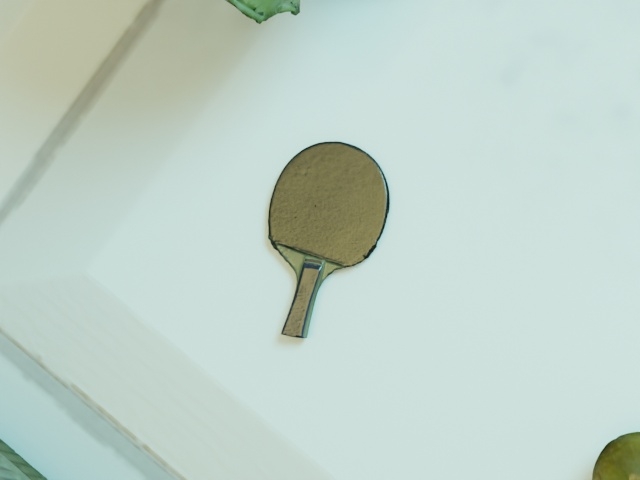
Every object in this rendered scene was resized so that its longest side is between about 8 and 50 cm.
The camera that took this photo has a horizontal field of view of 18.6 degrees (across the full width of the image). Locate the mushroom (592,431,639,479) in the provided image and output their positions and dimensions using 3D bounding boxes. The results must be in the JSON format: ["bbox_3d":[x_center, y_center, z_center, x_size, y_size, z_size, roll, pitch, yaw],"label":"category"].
[{"bbox_3d":[0.237,0.161,0.732,0.306,0.043,0.068,28,119,12],"label":"mushroom"}]

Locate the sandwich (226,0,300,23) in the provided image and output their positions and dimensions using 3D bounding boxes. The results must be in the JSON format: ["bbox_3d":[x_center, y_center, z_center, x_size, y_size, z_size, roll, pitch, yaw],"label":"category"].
[{"bbox_3d":[-0.041,-0.233,0.734,0.198,0.155,0.227,38,95,35],"label":"sandwich"}]

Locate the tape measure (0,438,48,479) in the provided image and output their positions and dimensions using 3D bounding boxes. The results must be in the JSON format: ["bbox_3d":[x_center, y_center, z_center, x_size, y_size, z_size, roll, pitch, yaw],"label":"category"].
[{"bbox_3d":[-0.173,0.193,0.786,0.271,0.133,0.231,39,89,14],"label":"tape measure"}]

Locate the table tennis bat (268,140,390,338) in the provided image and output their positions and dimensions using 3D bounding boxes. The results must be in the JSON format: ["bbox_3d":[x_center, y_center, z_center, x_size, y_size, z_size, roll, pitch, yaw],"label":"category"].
[{"bbox_3d":[0.000,0.000,0.810,0.050,0.007,0.083,15,89,14],"label":"table tennis bat"}]
